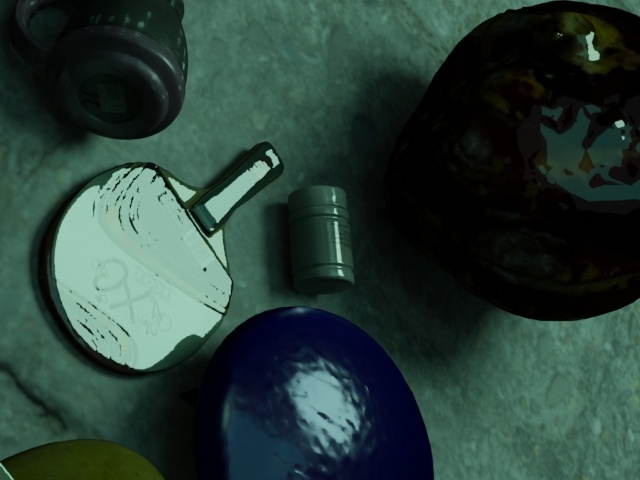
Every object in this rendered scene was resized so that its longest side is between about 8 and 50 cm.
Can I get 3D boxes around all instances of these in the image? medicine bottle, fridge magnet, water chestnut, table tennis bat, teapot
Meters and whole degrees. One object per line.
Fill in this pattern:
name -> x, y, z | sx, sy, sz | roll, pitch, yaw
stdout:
medicine bottle -> 0.000, 0.000, 1.425 | 0.058, 0.058, 0.091 | 12, 66, -41
fridge magnet -> -0.007, 0.186, 1.305 | 0.265, 0.113, 0.265 | 18, 63, -39
water chestnut -> 0.228, -0.057, 1.540 | 0.335, 0.347, 0.335 | 4, 54, -5
table tennis bat -> -0.126, -0.001, 1.332 | 0.301, 0.022, 0.173 | -42, 105, -43
teapot -> -0.180, -0.166, 1.301 | 0.116, 0.148, 0.146 | 78, 15, -45

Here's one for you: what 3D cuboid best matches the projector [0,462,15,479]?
projector -> -0.301, 0.129, 0.934 | 0.259, 0.257, 0.079 | 55, 46, -14

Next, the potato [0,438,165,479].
potato -> -0.169, 0.224, 1.110 | 0.203, 0.178, 0.158 | 37, 30, 3
